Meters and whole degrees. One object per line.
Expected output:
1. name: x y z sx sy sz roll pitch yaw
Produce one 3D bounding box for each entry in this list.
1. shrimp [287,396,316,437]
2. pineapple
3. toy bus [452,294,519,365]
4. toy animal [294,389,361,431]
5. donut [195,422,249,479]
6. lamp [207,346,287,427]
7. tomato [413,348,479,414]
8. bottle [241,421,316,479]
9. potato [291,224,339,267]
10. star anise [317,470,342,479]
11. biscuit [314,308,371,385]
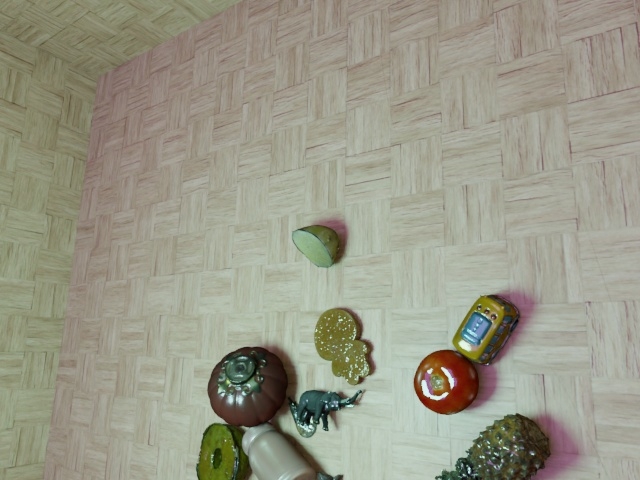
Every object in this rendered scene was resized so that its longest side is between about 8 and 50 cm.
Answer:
1. shrimp: -0.066 0.646 1.834 0.091 0.034 0.161 -37 65 10
2. pineapple: 0.462 0.626 1.383 0.361 0.174 0.175 -50 54 32
3. toy bus: 0.479 0.258 1.456 0.126 0.136 0.210 35 99 36
4. toy animal: 0.015 0.588 1.732 0.269 0.082 0.137 -14 41 34
5. donut: -0.375 0.855 1.948 0.271 0.107 0.273 -11 73 39
6. lamp: -0.271 0.544 1.854 0.302 0.257 0.303 -4 44 4
7. tomato: 0.379 0.424 1.489 0.195 0.136 0.195 -10 74 37
8. bottle: -0.168 0.803 1.784 0.296 0.173 0.207 33 127 43
9. potato: 0.000 0.000 1.883 0.117 0.182 0.202 -44 26 -25
10. star anise: 0.024 0.866 1.604 0.218 0.227 0.148 35 94 25
11. biscuit: 0.082 0.377 1.778 0.202 0.044 0.289 -50 57 17
